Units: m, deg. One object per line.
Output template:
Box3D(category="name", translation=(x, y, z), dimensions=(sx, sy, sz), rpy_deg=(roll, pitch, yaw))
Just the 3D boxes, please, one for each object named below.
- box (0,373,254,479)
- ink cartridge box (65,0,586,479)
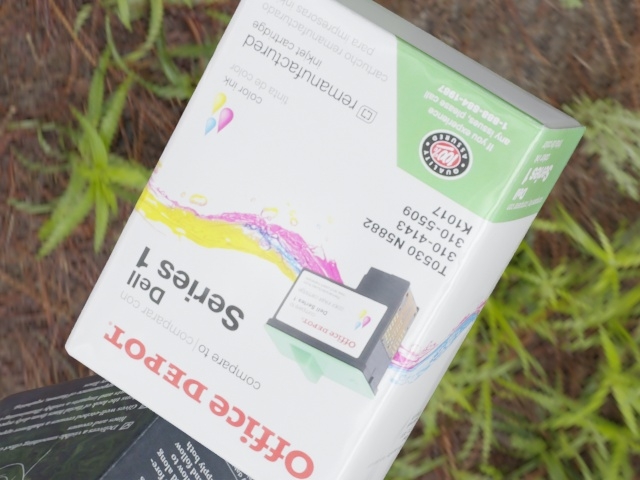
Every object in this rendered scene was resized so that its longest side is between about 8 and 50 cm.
Box3D(category="box", translation=(-0.242, 0.304, 1.502), dimensions=(0.294, 0.395, 0.212), rpy_deg=(-15, 111, 38))
Box3D(category="ink cartridge box", translation=(0.000, 0.000, 1.056), dimensions=(0.201, 0.117, 0.278), rpy_deg=(32, 105, 15))
